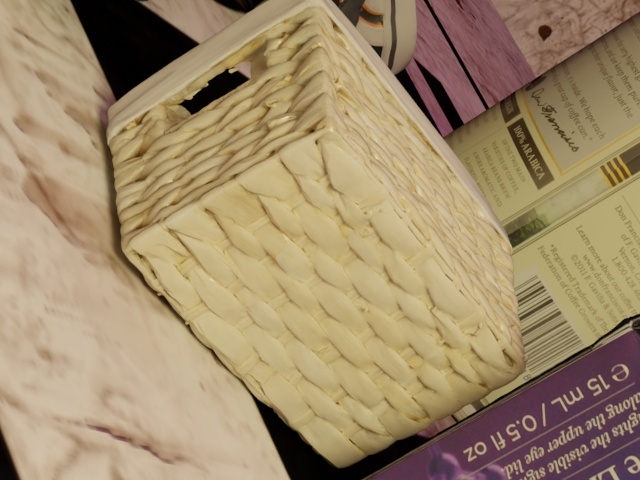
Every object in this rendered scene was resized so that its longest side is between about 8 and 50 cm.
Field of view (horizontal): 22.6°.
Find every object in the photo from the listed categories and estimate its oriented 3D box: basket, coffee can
[{"bbox_3d":[0.000,0.000,0.667,0.167,0.113,0.103,49,20,-31],"label":"basket"},{"bbox_3d":[0.183,-0.017,0.983,0.201,0.275,0.201,53,15,-21],"label":"coffee can"}]

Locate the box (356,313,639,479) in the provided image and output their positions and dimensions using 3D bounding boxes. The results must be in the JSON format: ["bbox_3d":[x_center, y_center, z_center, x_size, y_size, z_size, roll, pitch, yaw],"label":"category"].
[{"bbox_3d":[0.120,0.156,0.647,0.207,0.153,0.108,60,14,11],"label":"box"}]

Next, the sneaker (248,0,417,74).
[{"bbox_3d":[-0.003,-0.196,1.091,0.321,0.127,0.126,92,-22,-70],"label":"sneaker"}]
